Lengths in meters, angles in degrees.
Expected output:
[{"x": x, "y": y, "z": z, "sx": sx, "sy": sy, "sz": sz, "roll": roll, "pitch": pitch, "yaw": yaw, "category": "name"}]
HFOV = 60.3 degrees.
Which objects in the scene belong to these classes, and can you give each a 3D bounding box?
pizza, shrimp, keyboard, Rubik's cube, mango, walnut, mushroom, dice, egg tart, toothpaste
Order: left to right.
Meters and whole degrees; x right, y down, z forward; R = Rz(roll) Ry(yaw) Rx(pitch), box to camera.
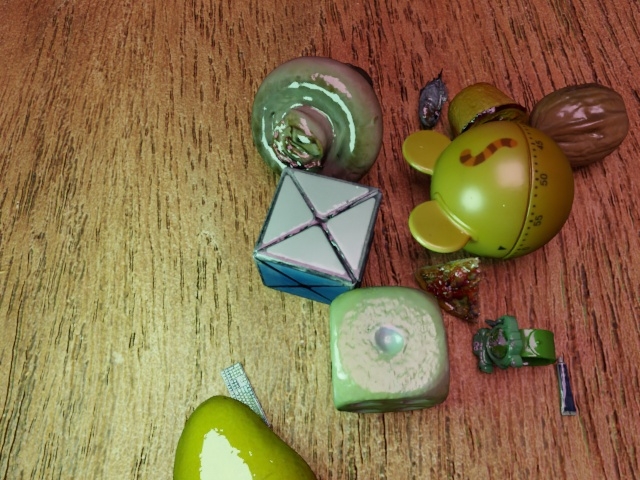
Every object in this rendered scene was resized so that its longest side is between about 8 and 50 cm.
[{"x": -0.184, "y": 0.385, "z": 1.338, "sx": 0.055, "sy": 0.014, "sz": 0.176, "roll": -25, "pitch": 70, "yaw": -12, "category": "keyboard"}, {"x": -0.159, "y": 0.535, "z": 1.168, "sx": 0.302, "sy": 0.220, "sz": 0.444, "roll": -24, "pitch": 66, "yaw": -5, "category": "mango"}, {"x": -0.022, "y": -0.284, "z": 1.417, "sx": 0.363, "sy": 0.362, "sz": 0.294, "roll": 26, "pitch": 38, "yaw": 12, "category": "mushroom"}, {"x": 0.000, "y": 0.000, "z": 1.365, "sx": 0.260, "sy": 0.259, "sz": 0.254, "roll": 17, "pitch": 70, "yaw": 4, "category": "Rubik's cube"}, {"x": 0.149, "y": 0.253, "z": 1.254, "sx": 0.252, "sy": 0.249, "sz": 0.254, "roll": -2, "pitch": 67, "yaw": 0, "category": "dice"}, {"x": 0.338, "y": -0.433, "z": 1.628, "sx": 0.090, "sy": 0.079, "sz": 0.232, "roll": -4, "pitch": 55, "yaw": 41, "category": "shrimp"}, {"x": 0.322, "y": 0.105, "z": 1.344, "sx": 0.201, "sy": 0.193, "sz": 0.053, "roll": 35, "pitch": 48, "yaw": 20, "category": "pizza"}, {"x": 0.448, "y": -0.324, "z": 1.519, "sx": 0.216, "sy": 0.215, "sz": 0.170, "roll": -17, "pitch": 54, "yaw": -5, "category": "egg tart"}, {"x": 0.588, "y": 0.348, "z": 1.325, "sx": 0.037, "sy": 0.021, "sz": 0.139, "roll": -1, "pitch": 69, "yaw": 1, "category": "toothpaste"}, {"x": 0.693, "y": -0.310, "z": 1.493, "sx": 0.261, "sy": 0.225, "sz": 0.224, "roll": -15, "pitch": 68, "yaw": 2, "category": "walnut"}]

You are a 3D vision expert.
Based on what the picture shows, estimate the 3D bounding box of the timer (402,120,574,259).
[{"x": 0.397, "y": -0.123, "z": 1.353, "sx": 0.388, "sy": 0.376, "sz": 0.375, "roll": 1, "pitch": 68, "yaw": -2, "category": "timer"}]

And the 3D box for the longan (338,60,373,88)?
[{"x": 0.057, "y": -0.428, "z": 1.581, "sx": 0.190, "sy": 0.189, "sz": 0.189, "roll": -1, "pitch": 68, "yaw": 2, "category": "longan"}]

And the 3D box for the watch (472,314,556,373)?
[{"x": 0.471, "y": 0.252, "z": 1.319, "sx": 0.152, "sy": 0.165, "sz": 0.131, "roll": 10, "pitch": 65, "yaw": -20, "category": "watch"}]
